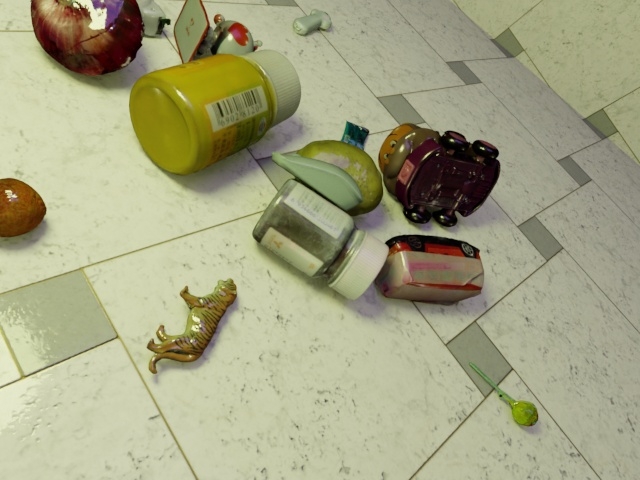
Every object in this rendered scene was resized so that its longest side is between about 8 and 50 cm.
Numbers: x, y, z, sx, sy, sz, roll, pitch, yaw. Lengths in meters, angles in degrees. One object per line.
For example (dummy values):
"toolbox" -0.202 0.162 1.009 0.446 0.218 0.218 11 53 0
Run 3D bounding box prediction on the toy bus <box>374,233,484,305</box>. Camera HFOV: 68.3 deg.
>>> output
"toy bus" 0.279 0.076 1.190 0.303 0.127 0.147 8 57 -29

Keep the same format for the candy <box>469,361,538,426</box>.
"candy" 0.432 0.359 1.121 0.194 0.062 0.058 43 89 17

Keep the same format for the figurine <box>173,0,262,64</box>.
"figurine" -0.273 -0.576 1.358 0.226 0.160 0.183 4 54 -41

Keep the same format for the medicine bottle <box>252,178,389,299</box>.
"medicine bottle" 0.000 0.000 1.049 0.273 0.165 0.165 35 45 -5

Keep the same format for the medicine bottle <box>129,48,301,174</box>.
"medicine bottle" -0.229 -0.320 1.114 0.224 0.224 0.384 44 46 6

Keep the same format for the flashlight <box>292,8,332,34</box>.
"flashlight" -0.033 -0.799 1.738 0.093 0.047 0.200 42 48 4

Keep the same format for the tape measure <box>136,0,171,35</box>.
"tape measure" -0.530 -0.639 1.263 0.178 0.105 0.196 -30 76 -42

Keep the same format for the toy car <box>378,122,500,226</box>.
"toy car" 0.332 -0.210 1.383 0.341 0.271 0.240 7 32 -31

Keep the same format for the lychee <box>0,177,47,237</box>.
"lychee" -0.542 -0.055 0.799 0.114 0.101 0.140 22 22 29

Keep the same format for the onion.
"onion" -0.527 -0.502 1.097 0.252 0.219 0.252 0 86 3

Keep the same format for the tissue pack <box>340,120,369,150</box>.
"tissue pack" 0.108 -0.323 1.466 0.085 0.028 0.138 26 43 -11

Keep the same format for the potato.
"potato" 0.044 -0.156 1.205 0.229 0.148 0.197 -6 74 -19

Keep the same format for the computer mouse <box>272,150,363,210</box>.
"computer mouse" -0.003 -0.146 1.060 0.231 0.079 0.128 30 2 -17

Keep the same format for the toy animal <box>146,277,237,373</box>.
"toy animal" -0.230 0.146 0.865 0.099 0.057 0.241 30 45 -9
